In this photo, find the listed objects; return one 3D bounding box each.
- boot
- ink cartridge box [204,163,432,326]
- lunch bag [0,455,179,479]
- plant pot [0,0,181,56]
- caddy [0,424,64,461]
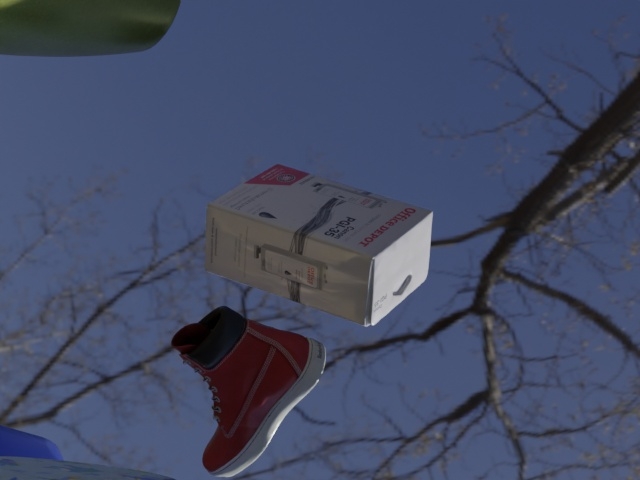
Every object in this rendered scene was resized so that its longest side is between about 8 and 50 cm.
[{"bbox_3d":[-0.129,0.186,1.397,0.244,0.176,0.088,-55,-155,28],"label":"boot"},{"bbox_3d":[0.000,0.000,1.671,0.282,0.207,0.117,18,-61,25],"label":"ink cartridge box"},{"bbox_3d":[-0.207,0.210,0.834,0.176,0.219,0.090,-1,-100,28],"label":"lunch bag"},{"bbox_3d":[-0.311,-0.320,1.281,0.274,0.293,0.275,-14,-109,44],"label":"plant pot"},{"bbox_3d":[-0.383,0.328,1.181,0.241,0.341,0.179,-36,-121,10],"label":"caddy"}]
